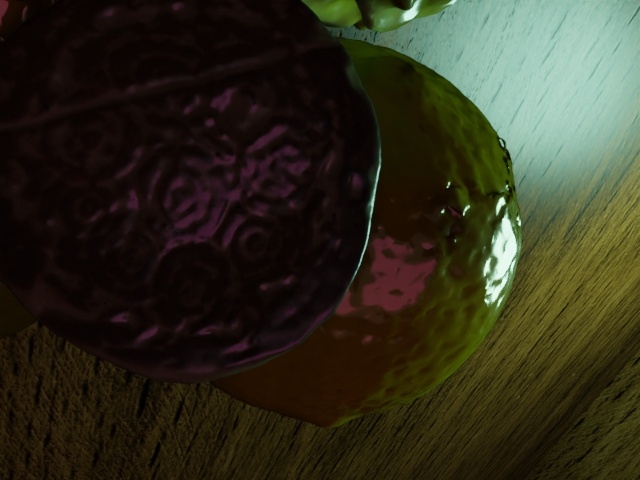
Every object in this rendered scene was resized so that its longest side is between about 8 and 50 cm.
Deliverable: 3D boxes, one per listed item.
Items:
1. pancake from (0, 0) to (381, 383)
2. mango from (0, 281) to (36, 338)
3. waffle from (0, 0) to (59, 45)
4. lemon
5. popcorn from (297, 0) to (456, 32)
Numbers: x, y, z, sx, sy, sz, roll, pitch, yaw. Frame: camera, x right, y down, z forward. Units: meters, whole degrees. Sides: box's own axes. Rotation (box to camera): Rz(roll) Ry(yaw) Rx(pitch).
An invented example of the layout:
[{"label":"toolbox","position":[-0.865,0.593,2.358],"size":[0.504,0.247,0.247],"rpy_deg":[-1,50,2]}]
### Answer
[{"label":"pancake","position":[-0.080,-0.036,0.366],"size":[0.250,0.031,0.250],"rpy_deg":[-1,93,-11]},{"label":"mango","position":[-0.322,-0.029,0.460],"size":[0.175,0.143,0.293],"rpy_deg":[-27,132,2]},{"label":"waffle","position":[-0.272,-0.087,0.339],"size":[0.312,0.060,0.307],"rpy_deg":[-33,126,-10]},{"label":"lemon","position":[0.000,0.000,0.582],"size":[0.349,0.350,0.387],"rpy_deg":[-12,144,-30]},{"label":"popcorn","position":[0.010,-0.268,0.404],"size":[0.293,0.237,0.293],"rpy_deg":[-23,140,-21]}]
